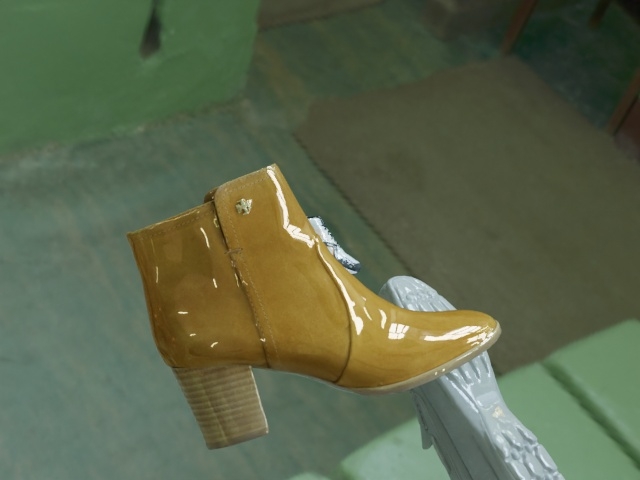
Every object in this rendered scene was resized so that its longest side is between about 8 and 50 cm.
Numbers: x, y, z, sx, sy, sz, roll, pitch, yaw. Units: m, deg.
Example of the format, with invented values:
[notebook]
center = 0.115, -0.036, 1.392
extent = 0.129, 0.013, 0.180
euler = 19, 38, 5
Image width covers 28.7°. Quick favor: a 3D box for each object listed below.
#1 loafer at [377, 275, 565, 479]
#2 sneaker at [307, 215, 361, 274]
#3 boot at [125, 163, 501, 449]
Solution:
[loafer]
center = 0.143, 0.185, 1.349
extent = 0.112, 0.111, 0.319
euler = -4, 58, -47
[sneaker]
center = 0.000, 0.000, 1.348
extent = 0.109, 0.043, 0.040
euler = 31, -1, -9
[boot]
center = -0.001, 0.034, 1.058
extent = 0.295, 0.104, 0.211
euler = -17, 93, -17
